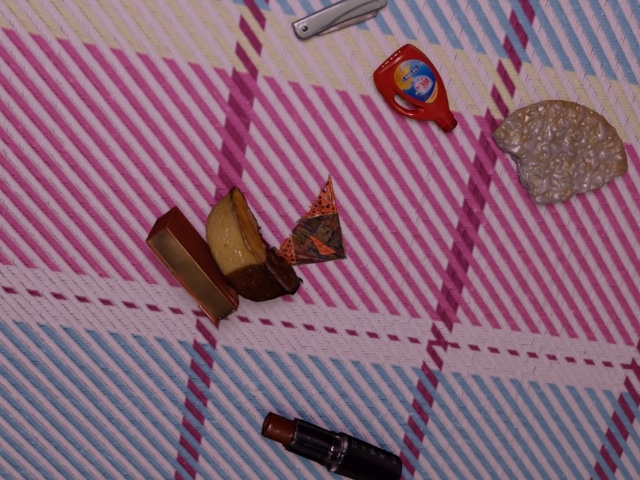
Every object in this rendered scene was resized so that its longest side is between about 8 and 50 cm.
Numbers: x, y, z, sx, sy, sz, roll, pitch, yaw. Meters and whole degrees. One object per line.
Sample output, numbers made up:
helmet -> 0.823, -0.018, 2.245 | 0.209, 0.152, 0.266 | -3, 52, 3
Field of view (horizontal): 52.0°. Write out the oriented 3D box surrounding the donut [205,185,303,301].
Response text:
donut -> -0.127, 0.023, 1.122 | 0.085, 0.141, 0.217 | -29, 101, 13

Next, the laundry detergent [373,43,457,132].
laundry detergent -> 0.169, -0.245, 1.114 | 0.097, 0.049, 0.165 | -39, 109, 14

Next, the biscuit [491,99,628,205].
biscuit -> 0.429, -0.153, 1.178 | 0.265, 0.040, 0.188 | 19, 104, -11

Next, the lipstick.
lipstick -> 0.022, 0.411, 1.286 | 0.300, 0.081, 0.081 | 25, 103, -15

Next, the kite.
kite -> 0.000, 0.000, 1.195 | 0.125, 0.008, 0.222 | 33, 101, -18

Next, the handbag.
handbag -> -0.211, 0.042, 1.119 | 0.063, 0.127, 0.190 | -34, 108, 6

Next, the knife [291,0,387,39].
knife -> 0.033, -0.368, 1.073 | 0.162, 0.023, 0.044 | -23, 112, 0
